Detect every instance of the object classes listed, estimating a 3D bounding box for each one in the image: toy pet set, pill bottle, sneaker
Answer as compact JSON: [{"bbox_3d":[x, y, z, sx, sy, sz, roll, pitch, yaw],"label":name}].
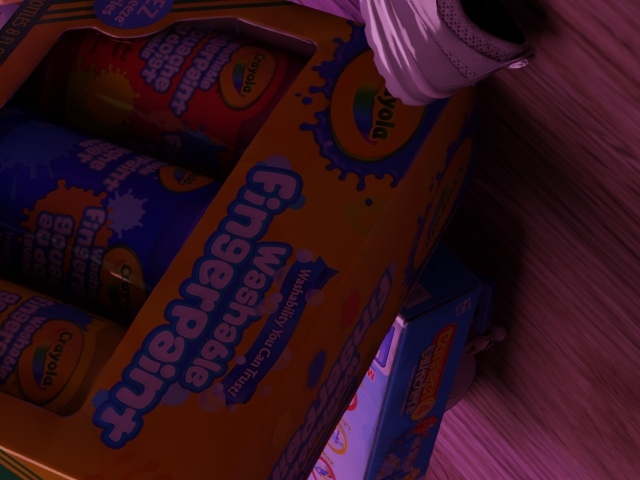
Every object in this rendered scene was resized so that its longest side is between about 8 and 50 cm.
[{"bbox_3d":[0.130,0.042,1.417,0.122,0.065,0.114,58,-164,2],"label":"toy pet set"},{"bbox_3d":[0.105,0.138,1.568,0.078,0.078,0.137,53,161,7],"label":"pill bottle"},{"bbox_3d":[0.069,-0.233,1.064,0.115,0.105,0.281,-7,118,36],"label":"sneaker"}]

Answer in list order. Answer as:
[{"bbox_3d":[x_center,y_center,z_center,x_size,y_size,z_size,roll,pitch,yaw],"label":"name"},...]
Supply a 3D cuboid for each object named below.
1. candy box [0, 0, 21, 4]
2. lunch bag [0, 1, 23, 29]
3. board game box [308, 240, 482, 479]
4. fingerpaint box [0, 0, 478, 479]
[{"bbox_3d":[-0.320,-0.344,1.739,0.186,0.109,0.053,89,168,-59],"label":"candy box"},{"bbox_3d":[-0.522,-0.317,2.056,0.385,0.239,0.328,179,72,-79],"label":"lunch bag"},{"bbox_3d":[-0.008,0.061,1.441,0.308,0.086,0.302,47,145,31],"label":"board game box"},{"bbox_3d":[-0.133,0.006,1.197,0.371,0.445,0.163,20,148,19],"label":"fingerpaint box"}]
